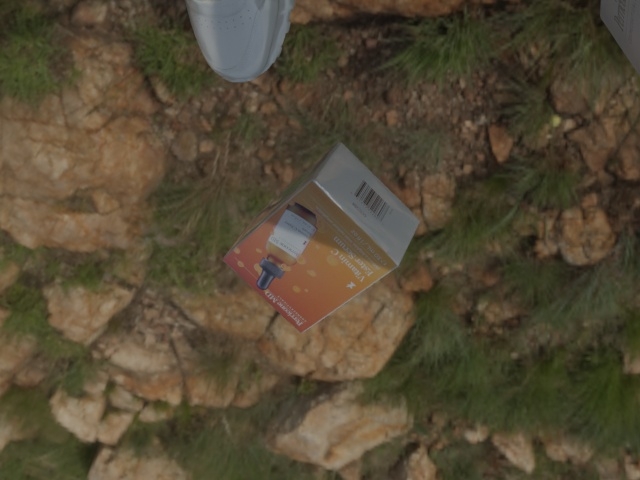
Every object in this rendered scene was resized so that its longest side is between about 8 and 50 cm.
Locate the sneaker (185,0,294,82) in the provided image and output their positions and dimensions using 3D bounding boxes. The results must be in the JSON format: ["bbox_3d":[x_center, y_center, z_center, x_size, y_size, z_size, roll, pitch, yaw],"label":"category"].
[{"bbox_3d":[-0.076,-0.220,0.591,0.090,0.095,0.235,11,118,26],"label":"sneaker"}]

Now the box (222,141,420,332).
[{"bbox_3d":[0.000,0.000,0.965,0.130,0.091,0.170,43,129,-9],"label":"box"}]

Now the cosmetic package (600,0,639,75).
[{"bbox_3d":[0.219,-0.075,0.332,0.097,0.284,0.377,-32,163,10],"label":"cosmetic package"}]
